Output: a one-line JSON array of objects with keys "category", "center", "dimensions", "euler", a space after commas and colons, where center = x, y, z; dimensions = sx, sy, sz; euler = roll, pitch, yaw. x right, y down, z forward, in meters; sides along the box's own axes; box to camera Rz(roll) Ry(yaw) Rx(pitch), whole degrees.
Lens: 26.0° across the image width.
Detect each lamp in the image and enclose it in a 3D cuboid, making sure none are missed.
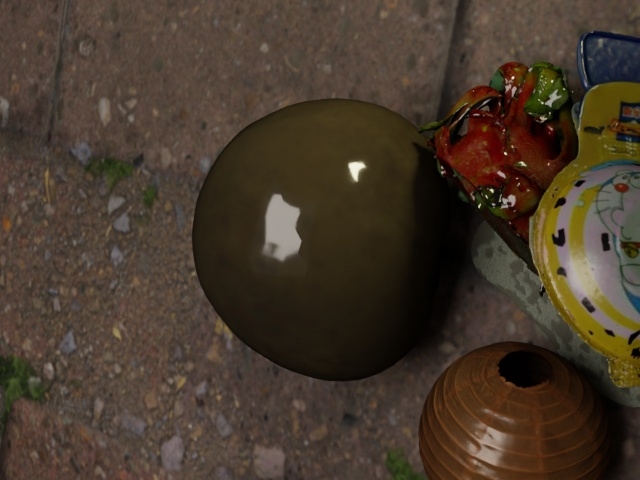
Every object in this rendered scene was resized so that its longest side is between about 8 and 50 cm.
[{"category": "lamp", "center": [0.135, 0.137, 0.965], "dimensions": [0.136, 0.136, 0.136], "euler": [-2, 87, 42]}]

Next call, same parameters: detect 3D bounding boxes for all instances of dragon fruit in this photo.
[{"category": "dragon fruit", "center": [0.137, -0.055, 0.978], "dimensions": [0.142, 0.138, 0.175], "euler": [22, 81, 1]}]

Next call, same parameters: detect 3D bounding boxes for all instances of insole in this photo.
[{"category": "insole", "center": [0.178, 0.049, 1.014], "dimensions": [0.193, 0.006, 0.065], "euler": [45, 117, 34]}]

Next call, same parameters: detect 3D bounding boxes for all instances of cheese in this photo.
[{"category": "cheese", "center": [0.207, -0.025, 0.913], "dimensions": [0.064, 0.156, 0.250], "euler": [131, 141, -63]}]

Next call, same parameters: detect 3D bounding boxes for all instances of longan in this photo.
[{"category": "longan", "center": [0.000, 0.000, 1.056], "dimensions": [0.196, 0.196, 0.220], "euler": [23, 117, 40]}]
